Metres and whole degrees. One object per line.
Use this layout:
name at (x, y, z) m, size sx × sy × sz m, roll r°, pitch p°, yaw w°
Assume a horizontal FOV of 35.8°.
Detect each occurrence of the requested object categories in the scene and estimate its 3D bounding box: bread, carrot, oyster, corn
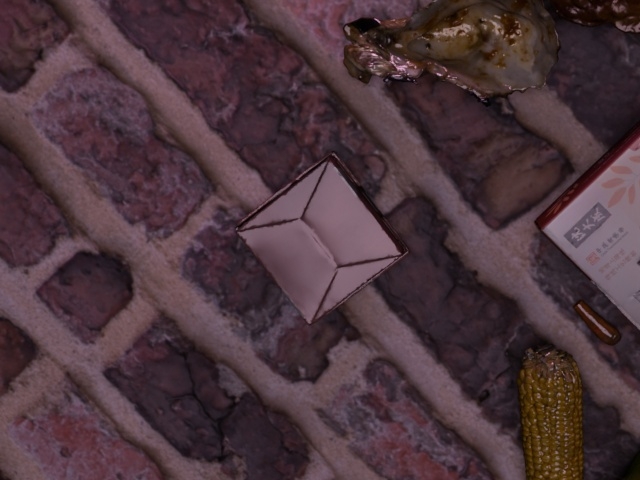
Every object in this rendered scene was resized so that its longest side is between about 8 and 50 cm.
bread at (0.433, -0.432, 1.498) m, size 0.246 × 0.135 × 0.232 m, roll 41°, pitch 101°, yaw -1°
carrot at (0.457, 0.137, 1.637) m, size 0.093 × 0.032 × 0.032 m, roll 44°, pitch 100°, yaw 1°
oyster at (0.199, -0.300, 1.547) m, size 0.336 × 0.133 × 0.198 m, roll -9°, pitch 100°, yaw 10°
corn at (0.382, 0.322, 1.635) m, size 0.115 × 0.115 × 0.318 m, roll -3°, pitch 100°, yaw 7°

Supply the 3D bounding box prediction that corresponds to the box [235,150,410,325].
box at (0.000, 0.000, 1.636) m, size 0.215 × 0.086 × 0.215 m, roll -37°, pitch 92°, yaw 10°

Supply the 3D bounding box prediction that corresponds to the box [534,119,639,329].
box at (0.596, -0.037, 1.548) m, size 0.344 × 0.122 × 0.385 m, roll 44°, pitch 100°, yaw -2°

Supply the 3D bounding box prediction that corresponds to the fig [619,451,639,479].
fig at (0.561, 0.432, 1.624) m, size 0.203 × 0.235 × 0.203 m, roll 3°, pitch 142°, yaw 3°
